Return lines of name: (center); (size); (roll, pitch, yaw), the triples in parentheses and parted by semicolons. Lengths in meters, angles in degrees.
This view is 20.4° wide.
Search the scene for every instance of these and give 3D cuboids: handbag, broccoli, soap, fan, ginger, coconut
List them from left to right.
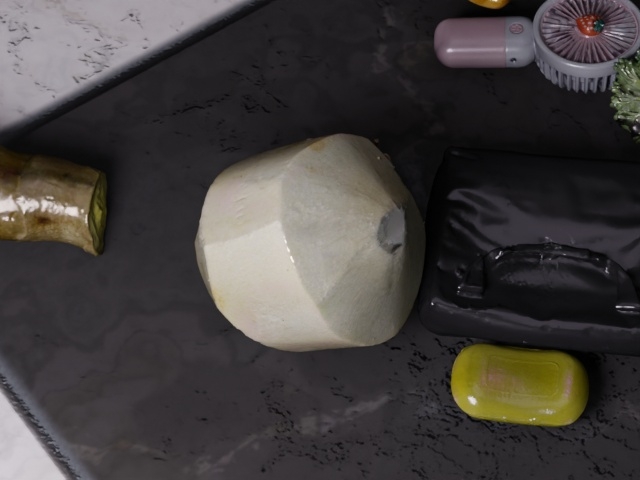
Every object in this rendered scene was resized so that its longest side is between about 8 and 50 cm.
ginger: (-0.356, -0.053, 1.931); (0.263, 0.116, 0.109); (15, 96, 5)
coconut: (0.001, 0.004, 1.801); (0.241, 0.241, 0.241); (0, 54, 0)
soap: (0.203, 0.148, 1.813); (0.140, 0.045, 0.089); (6, 57, 4)
fan: (0.254, -0.232, 2.074); (0.244, 0.074, 0.130); (-1, 54, 5)
handbag: (0.245, 0.014, 1.883); (0.275, 0.088, 0.244); (7, 52, 4)
broccoli: (0.393, -0.168, 1.947); (0.118, 0.204, 0.122); (-13, 87, -7)

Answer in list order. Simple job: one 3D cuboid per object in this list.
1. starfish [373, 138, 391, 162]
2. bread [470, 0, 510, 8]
starfish: (0.035, -0.077, 1.990); (0.091, 0.028, 0.078); (-8, 48, -2)
bread: (0.207, -0.350, 2.125); (0.116, 0.077, 0.200); (29, 35, 9)
